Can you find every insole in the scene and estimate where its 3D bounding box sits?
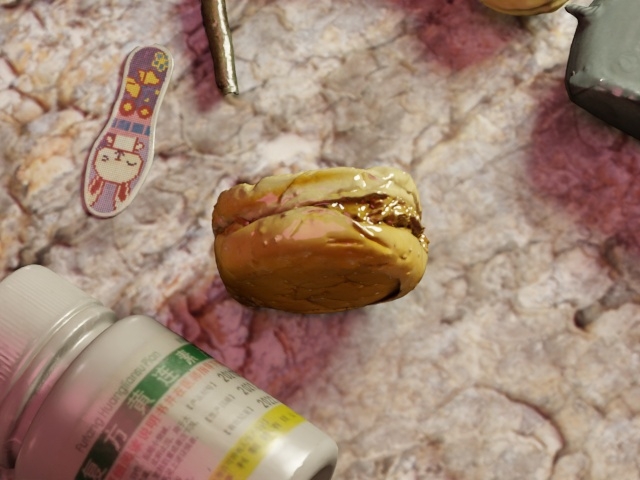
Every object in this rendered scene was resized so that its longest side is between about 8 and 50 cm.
[{"bbox_3d":[-0.195,-0.114,1.987,0.065,0.004,0.197,15,74,8],"label":"insole"}]

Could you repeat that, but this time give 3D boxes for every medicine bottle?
[{"bbox_3d":[-0.175,0.182,1.786,0.340,0.208,0.208,33,77,12],"label":"medicine bottle"}]

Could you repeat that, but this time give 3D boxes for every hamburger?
[{"bbox_3d":[0.000,-0.001,1.841,0.214,0.213,0.108,-1,71,3],"label":"hamburger"}]

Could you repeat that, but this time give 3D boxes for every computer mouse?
[{"bbox_3d":[0.410,-0.152,1.907,0.371,0.122,0.188,24,72,17],"label":"computer mouse"}]

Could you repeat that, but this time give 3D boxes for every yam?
[{"bbox_3d":[-0.107,-0.207,2.000,0.033,0.027,0.129,-6,73,-9],"label":"yam"}]

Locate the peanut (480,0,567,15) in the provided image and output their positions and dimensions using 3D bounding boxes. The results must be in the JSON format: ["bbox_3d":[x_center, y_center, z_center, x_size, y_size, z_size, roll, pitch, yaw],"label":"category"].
[{"bbox_3d":[0.252,-0.360,1.974,0.147,0.147,0.305,36,81,13],"label":"peanut"}]
